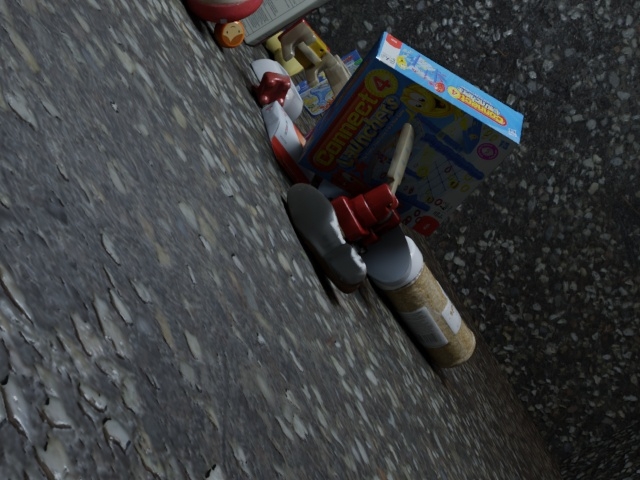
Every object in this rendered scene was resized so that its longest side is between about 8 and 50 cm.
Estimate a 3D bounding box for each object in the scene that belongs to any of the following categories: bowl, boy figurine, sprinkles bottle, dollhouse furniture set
[{"bbox_3d":[-0.090,-0.340,2.091,0.142,0.053,0.142,63,9,11],"label":"bowl"},{"bbox_3d":[-0.101,-0.525,2.465,0.177,0.092,0.285,56,7,-37],"label":"boy figurine"},{"bbox_3d":[0.228,0.143,2.093,0.355,0.121,0.121,53,12,-37],"label":"sprinkles bottle"},{"bbox_3d":[-0.009,-0.293,1.971,0.374,0.201,0.152,43,19,-42],"label":"dollhouse furniture set"}]

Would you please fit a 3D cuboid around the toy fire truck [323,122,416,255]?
[{"bbox_3d":[0.097,-0.079,1.696,0.158,0.246,0.217,62,10,6],"label":"toy fire truck"}]

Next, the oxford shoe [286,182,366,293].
[{"bbox_3d":[0.000,0.000,1.568,0.212,0.076,0.076,61,-20,20],"label":"oxford shoe"}]

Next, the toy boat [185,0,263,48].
[{"bbox_3d":[-0.176,-0.442,1.781,0.231,0.151,0.151,-92,179,-70],"label":"toy boat"}]

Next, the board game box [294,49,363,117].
[{"bbox_3d":[0.037,-0.420,2.517,0.035,0.201,0.136,65,12,25],"label":"board game box"}]

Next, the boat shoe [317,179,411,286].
[{"bbox_3d":[0.094,-0.007,1.893,0.306,0.113,0.105,48,-6,38],"label":"boat shoe"}]

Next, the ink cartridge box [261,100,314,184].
[{"bbox_3d":[-0.051,-0.173,1.826,0.145,0.045,0.179,52,10,-39],"label":"ink cartridge box"}]

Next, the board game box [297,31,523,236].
[{"bbox_3d":[0.161,-0.186,1.742,0.302,0.308,0.086,28,45,-11],"label":"board game box"}]

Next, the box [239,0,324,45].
[{"bbox_3d":[-0.102,-0.575,2.170,0.148,0.232,0.127,60,10,-3],"label":"box"}]
